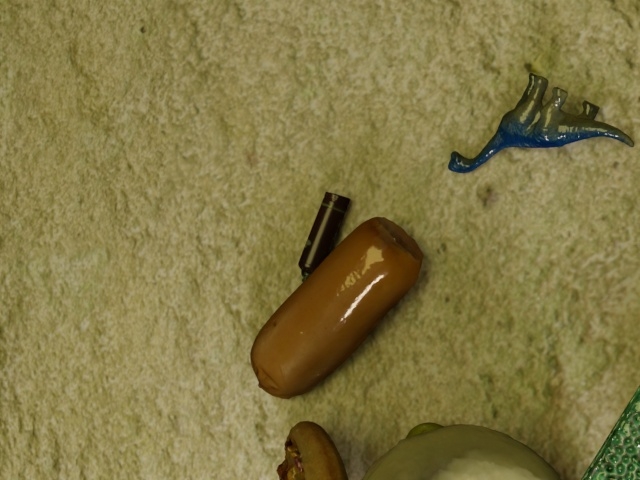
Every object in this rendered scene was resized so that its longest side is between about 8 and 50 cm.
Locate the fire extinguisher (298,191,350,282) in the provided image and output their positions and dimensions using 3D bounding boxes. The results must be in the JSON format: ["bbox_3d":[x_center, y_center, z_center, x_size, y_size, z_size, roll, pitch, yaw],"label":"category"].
[{"bbox_3d":[0.000,0.000,1.985,0.064,0.043,0.158,25,93,64],"label":"fire extinguisher"}]

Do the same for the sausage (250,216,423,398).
[{"bbox_3d":[0.009,0.118,1.913,0.134,0.116,0.354,45,110,10],"label":"sausage"}]

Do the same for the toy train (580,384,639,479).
[{"bbox_3d":[0.431,0.290,1.542,0.145,0.202,0.266,35,102,32],"label":"toy train"}]

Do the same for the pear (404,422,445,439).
[{"bbox_3d":[0.163,0.303,1.785,0.097,0.092,0.092,-21,68,28],"label":"pear"}]

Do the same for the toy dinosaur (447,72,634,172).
[{"bbox_3d":[0.316,-0.136,1.811,0.248,0.075,0.188,32,107,29],"label":"toy dinosaur"}]

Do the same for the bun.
[{"bbox_3d":[0.166,0.417,1.666,0.361,0.361,0.213,-63,14,6],"label":"bun"}]

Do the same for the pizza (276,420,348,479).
[{"bbox_3d":[-0.012,0.382,1.809,0.289,0.081,0.228,-139,41,-72],"label":"pizza"}]
